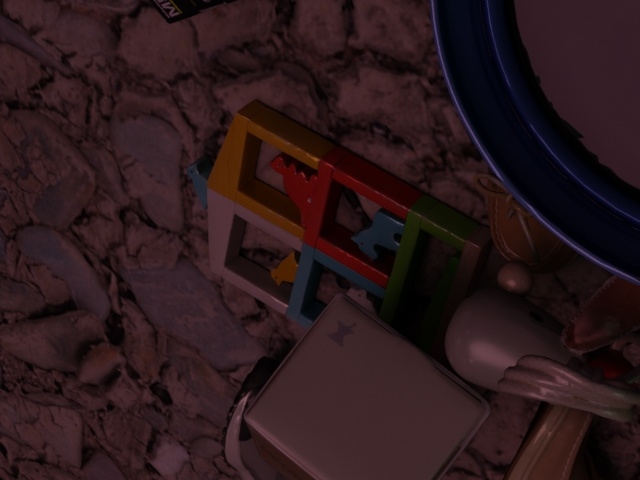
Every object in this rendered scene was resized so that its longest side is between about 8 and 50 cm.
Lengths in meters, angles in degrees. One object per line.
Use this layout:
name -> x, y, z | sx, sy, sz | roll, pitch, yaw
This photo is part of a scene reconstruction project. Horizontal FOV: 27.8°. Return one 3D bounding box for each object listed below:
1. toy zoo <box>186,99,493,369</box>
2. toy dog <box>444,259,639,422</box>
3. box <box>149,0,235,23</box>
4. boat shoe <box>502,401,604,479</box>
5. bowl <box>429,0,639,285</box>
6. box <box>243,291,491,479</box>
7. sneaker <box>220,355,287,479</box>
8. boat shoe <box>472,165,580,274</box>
toy zoo -> 0.000, 0.000, 1.150 | 0.293, 0.030, 0.192 | 30, 134, 18
toy dog -> 0.269, 0.059, 0.881 | 0.334, 0.161, 0.220 | 15, 175, -6
box -> -0.107, -0.268, 1.000 | 0.184, 0.045, 0.190 | -8, 133, 44
boat shoe -> 0.206, 0.228, 1.097 | 0.098, 0.109, 0.302 | 22, 136, 18
bowl -> 0.256, -0.155, 0.724 | 0.391, 0.077, 0.391 | 5, 105, 20
box -> 0.032, 0.158, 1.062 | 0.148, 0.121, 0.311 | 37, 168, 10
sneaker -> -0.031, 0.225, 1.294 | 0.108, 0.100, 0.271 | 9, 130, 21
boat shoe -> 0.164, -0.083, 0.921 | 0.105, 0.089, 0.285 | 24, 131, 23
